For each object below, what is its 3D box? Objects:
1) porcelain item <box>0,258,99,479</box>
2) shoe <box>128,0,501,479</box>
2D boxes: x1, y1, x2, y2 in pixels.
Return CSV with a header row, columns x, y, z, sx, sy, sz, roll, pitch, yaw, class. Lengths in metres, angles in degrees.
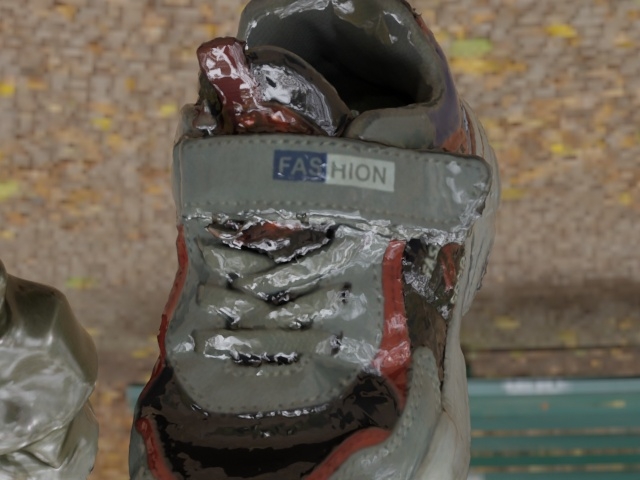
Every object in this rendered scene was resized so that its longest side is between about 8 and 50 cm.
x,y,z,sx,sy,sz,roll,pitch,yaw,class
-0.118,0.049,0.594,0.081,0.069,0.216,16,156,-2,porcelain item
-0.001,0.000,0.488,0.099,0.227,0.125,6,137,13,shoe
